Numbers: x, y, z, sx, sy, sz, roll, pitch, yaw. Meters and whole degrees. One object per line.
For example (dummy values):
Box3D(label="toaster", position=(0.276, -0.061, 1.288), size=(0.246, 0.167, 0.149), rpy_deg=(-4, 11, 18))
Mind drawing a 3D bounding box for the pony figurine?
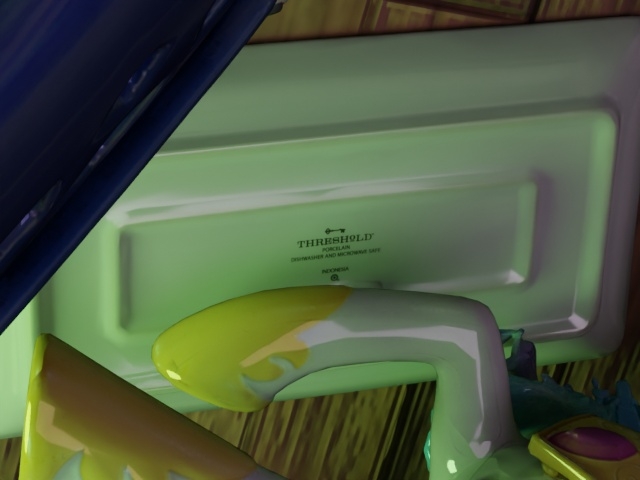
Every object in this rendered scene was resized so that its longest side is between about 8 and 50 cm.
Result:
Box3D(label="pony figurine", position=(0.070, 0.175, 0.669), size=(0.363, 0.303, 0.351), rpy_deg=(6, 114, -7))

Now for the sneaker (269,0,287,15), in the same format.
Box3D(label="sneaker", position=(0.027, -0.141, 0.587), size=(0.275, 0.107, 0.110), rpy_deg=(-17, 111, -12))

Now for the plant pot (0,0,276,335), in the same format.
Box3D(label="plant pot", position=(-0.134, -0.081, 0.430), size=(0.236, 0.212, 0.236), rpy_deg=(35, 67, 6))

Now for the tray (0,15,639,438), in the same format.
Box3D(label="tray", position=(0.000, 0.000, 0.686), size=(0.270, 0.030, 0.145), rpy_deg=(-6, 118, -18))
